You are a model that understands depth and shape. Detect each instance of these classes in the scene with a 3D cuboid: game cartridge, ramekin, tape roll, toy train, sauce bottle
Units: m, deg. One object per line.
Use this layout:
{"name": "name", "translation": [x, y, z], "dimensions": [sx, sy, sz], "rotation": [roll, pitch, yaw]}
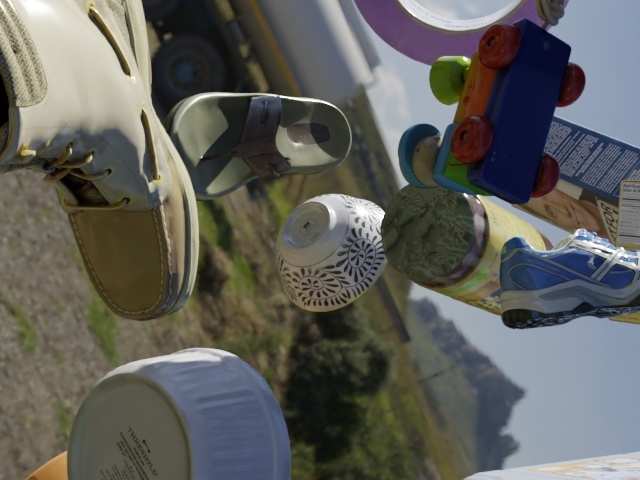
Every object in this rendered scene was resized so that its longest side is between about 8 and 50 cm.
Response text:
{"name": "game cartridge", "translation": [0.318, 0.263, 1.203], "dimensions": [0.198, 0.297, 0.062], "rotation": [-19, -106, 60]}
{"name": "ramekin", "translation": [-0.139, 0.203, 1.060], "dimensions": [0.109, 0.207, 0.207], "rotation": [6, 55, -53]}
{"name": "tape roll", "translation": [0.168, -0.345, 1.355], "dimensions": [0.090, 0.275, 0.274], "rotation": [-59, 128, -68]}
{"name": "toy train", "translation": [0.158, -0.158, 1.045], "dimensions": [0.105, 0.248, 0.143], "rotation": [23, -11, -32]}
{"name": "sauce bottle", "translation": [0.192, 0.024, 1.244], "dimensions": [0.344, 0.111, 0.111], "rotation": [21, 39, -53]}

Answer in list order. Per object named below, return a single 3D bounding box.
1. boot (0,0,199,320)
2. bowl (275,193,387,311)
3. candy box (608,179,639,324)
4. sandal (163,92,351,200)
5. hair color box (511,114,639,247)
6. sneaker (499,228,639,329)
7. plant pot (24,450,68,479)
{"name": "boot", "translation": [-0.164, -0.049, 0.722], "dimensions": [0.203, 0.095, 0.261], "rotation": [-46, 129, -68]}
{"name": "bowl", "translation": [0.000, 0.000, 1.490], "dimensions": [0.080, 0.170, 0.170], "rotation": [43, 17, -45]}
{"name": "candy box", "translation": [0.432, 0.015, 1.534], "dimensions": [0.109, 0.053, 0.186], "rotation": [2, 95, -59]}
{"name": "sandal", "translation": [-0.063, -0.123, 1.336], "dimensions": [0.086, 0.303, 0.120], "rotation": [-7, -83, 46]}
{"name": "hair color box", "translation": [0.429, -0.074, 1.756], "dimensions": [0.347, 0.105, 0.174], "rotation": [30, -17, 41]}
{"name": "sneaker", "translation": [0.260, 0.028, 1.046], "dimensions": [0.080, 0.211, 0.081], "rotation": [138, -55, -65]}
{"name": "plant pot", "translation": [-0.240, 0.412, 1.383], "dimensions": [0.203, 0.291, 0.290], "rotation": [34, -24, 41]}
